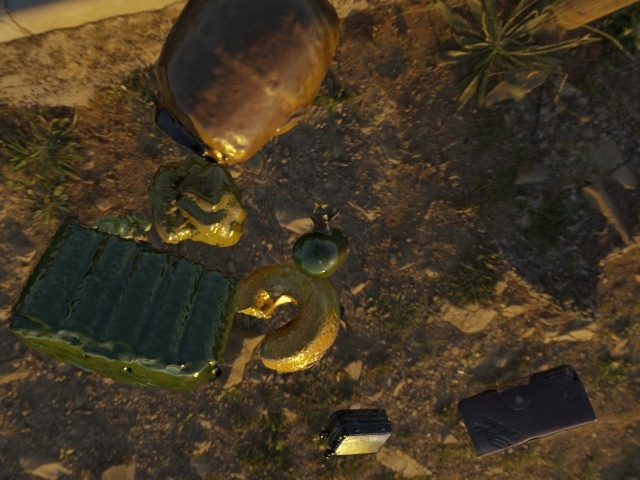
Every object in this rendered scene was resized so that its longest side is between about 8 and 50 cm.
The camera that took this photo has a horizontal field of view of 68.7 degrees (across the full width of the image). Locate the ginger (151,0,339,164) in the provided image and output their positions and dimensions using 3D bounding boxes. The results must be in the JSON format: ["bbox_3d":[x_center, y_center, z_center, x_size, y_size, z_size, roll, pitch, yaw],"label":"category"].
[{"bbox_3d":[-0.089,-0.253,0.625,0.200,0.269,0.223,25,134,-12],"label":"ginger"}]

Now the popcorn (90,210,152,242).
[{"bbox_3d":[-0.540,-0.017,1.253,0.141,0.135,0.162,25,94,-31],"label":"popcorn"}]

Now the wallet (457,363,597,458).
[{"bbox_3d":[0.296,0.249,0.679,0.176,0.026,0.095,-24,91,14],"label":"wallet"}]

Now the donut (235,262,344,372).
[{"bbox_3d":[-0.131,0.250,1.751,0.377,0.163,0.435,-43,63,3],"label":"donut"}]

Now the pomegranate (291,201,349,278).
[{"bbox_3d":[0.000,0.000,1.209,0.131,0.152,0.191,16,124,31],"label":"pomegranate"}]

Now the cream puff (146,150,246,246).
[{"bbox_3d":[-0.392,-0.114,1.477,0.270,0.274,0.323,-24,100,-34],"label":"cream puff"}]

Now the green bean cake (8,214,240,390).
[{"bbox_3d":[-0.256,0.106,0.633,0.247,0.250,0.156,22,62,-17],"label":"green bean cake"}]

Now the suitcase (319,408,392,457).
[{"bbox_3d":[0.070,0.366,0.893,0.126,0.059,0.086,7,127,-22],"label":"suitcase"}]
